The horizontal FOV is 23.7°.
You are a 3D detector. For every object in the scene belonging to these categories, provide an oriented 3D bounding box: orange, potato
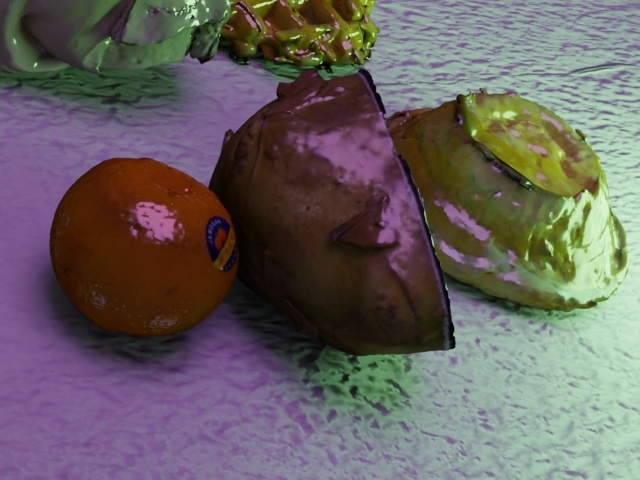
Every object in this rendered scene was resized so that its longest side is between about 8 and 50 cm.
[{"bbox_3d":[-0.162,0.008,1.404,0.177,0.155,0.178,25,34,-18],"label":"orange"},{"bbox_3d":[0.000,0.000,1.489,0.196,0.246,0.300,-19,62,-3],"label":"potato"}]

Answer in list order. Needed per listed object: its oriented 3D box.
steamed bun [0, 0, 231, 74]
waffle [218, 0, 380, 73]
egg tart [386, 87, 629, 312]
[{"bbox_3d":[-0.269,-0.354,1.660,0.394,0.237,0.347,18,48,5],"label":"steamed bun"},{"bbox_3d":[-0.094,-0.356,1.960,0.379,0.095,0.382,18,39,-16],"label":"waffle"},{"bbox_3d":[0.224,-0.068,1.774,0.345,0.132,0.345,20,35,-15],"label":"egg tart"}]
